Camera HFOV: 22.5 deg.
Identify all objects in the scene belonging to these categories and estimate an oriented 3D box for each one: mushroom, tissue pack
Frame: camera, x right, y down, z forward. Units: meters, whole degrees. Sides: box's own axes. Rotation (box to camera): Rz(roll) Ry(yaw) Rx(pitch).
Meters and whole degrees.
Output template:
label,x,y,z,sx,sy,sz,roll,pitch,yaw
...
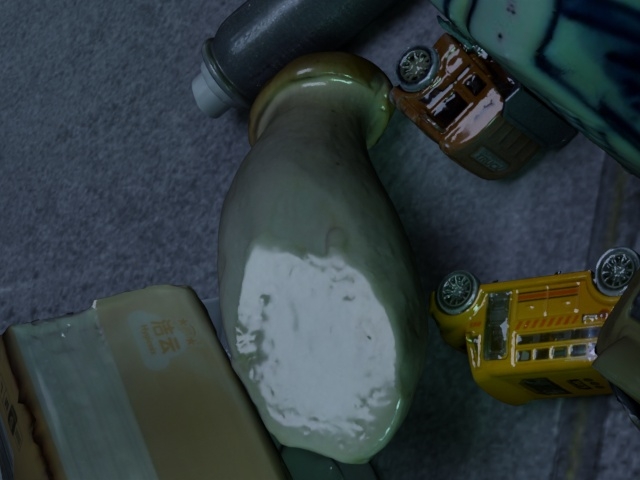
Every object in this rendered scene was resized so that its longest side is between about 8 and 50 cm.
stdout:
label,x,y,z,sx,sy,sz,roll,pitch,yaw
mushroom,0.000,0.000,1.018,0.128,0.128,0.350,-34,31,25
tissue pack,-0.057,0.200,0.976,0.238,0.238,0.305,-44,46,16

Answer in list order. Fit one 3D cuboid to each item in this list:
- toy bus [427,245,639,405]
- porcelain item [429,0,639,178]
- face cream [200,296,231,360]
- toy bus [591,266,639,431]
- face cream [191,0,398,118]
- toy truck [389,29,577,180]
label,x,y,z,sx,sy,sz,roll,pitch,yaw
toy bus,0.141,0.055,0.942,0.162,0.069,0.074,-10,63,38
porcelain item,0.204,-0.183,0.857,0.286,0.281,0.157,-50,43,8
face cream,-0.161,0.104,1.204,0.224,0.070,0.114,-10,62,29
toy bus,0.263,-0.001,0.795,0.289,0.157,0.139,-56,43,4
face cream,0.014,-0.186,1.180,0.283,0.073,0.073,-38,48,22
toy truck,0.140,-0.127,1.028,0.192,0.083,0.092,-46,51,14
